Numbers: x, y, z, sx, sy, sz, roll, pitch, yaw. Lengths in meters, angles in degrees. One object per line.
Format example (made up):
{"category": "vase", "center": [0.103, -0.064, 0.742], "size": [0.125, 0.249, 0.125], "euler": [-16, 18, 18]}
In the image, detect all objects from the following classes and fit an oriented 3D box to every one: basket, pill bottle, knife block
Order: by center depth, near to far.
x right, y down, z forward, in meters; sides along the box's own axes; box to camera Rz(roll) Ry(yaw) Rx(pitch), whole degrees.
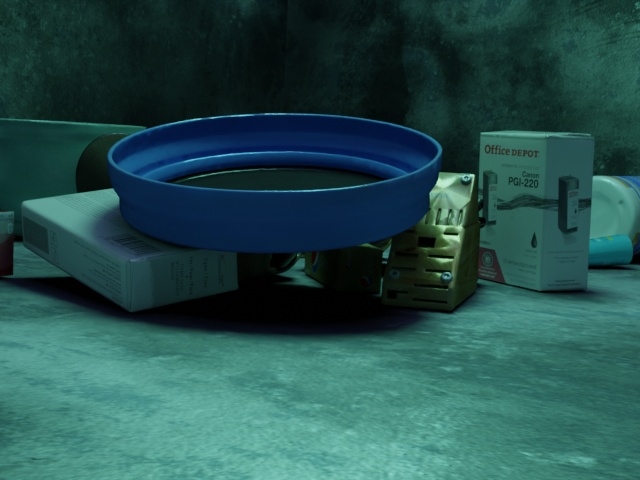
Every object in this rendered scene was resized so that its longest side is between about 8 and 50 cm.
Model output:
{"category": "knife block", "center": [0.159, 0.038, 1.487], "size": [0.088, 0.242, 0.276], "euler": [3, 50, 16]}
{"category": "basket", "center": [-0.244, -0.046, 1.649], "size": [0.154, 0.204, 0.227], "euler": [-39, 26, -10]}
{"category": "pill bottle", "center": [0.566, -0.044, 2.108], "size": [0.152, 0.152, 0.272], "euler": [7, 6, 38]}

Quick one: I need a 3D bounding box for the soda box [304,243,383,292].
{"category": "soda box", "center": [0.028, 0.029, 1.526], "size": [0.061, 0.058, 0.181], "euler": [2, 5, -14]}

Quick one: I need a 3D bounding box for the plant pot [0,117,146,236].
{"category": "plant pot", "center": [-0.447, -0.105, 1.930], "size": [0.293, 0.196, 0.293], "euler": [3, 6, 0]}

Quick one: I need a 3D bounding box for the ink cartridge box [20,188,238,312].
{"category": "ink cartridge box", "center": [-0.182, -0.009, 1.369], "size": [0.261, 0.066, 0.296], "euler": [-12, 21, -34]}

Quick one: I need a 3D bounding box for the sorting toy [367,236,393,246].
{"category": "sorting toy", "center": [0.088, -0.025, 1.702], "size": [0.208, 0.038, 0.193], "euler": [-20, -12, 12]}

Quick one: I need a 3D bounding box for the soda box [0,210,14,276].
{"category": "soda box", "center": [-0.475, 0.009, 1.312], "size": [0.092, 0.084, 0.263], "euler": [5, 6, 27]}

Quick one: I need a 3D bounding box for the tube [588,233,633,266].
{"category": "tube", "center": [0.417, 0.024, 1.891], "size": [0.207, 0.052, 0.080], "euler": [-5, -2, -17]}

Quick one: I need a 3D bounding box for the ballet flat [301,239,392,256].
{"category": "ballet flat", "center": [0.000, 0.000, 1.848], "size": [0.232, 0.080, 0.073], "euler": [5, -23, -2]}

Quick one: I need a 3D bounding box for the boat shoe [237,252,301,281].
{"category": "boat shoe", "center": [-0.075, 0.001, 1.544], "size": [0.103, 0.113, 0.302], "euler": [6, 16, 13]}

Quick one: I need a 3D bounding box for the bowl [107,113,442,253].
{"category": "bowl", "center": [-0.052, -0.075, 1.342], "size": [0.391, 0.077, 0.391], "euler": [0, 19, 0]}

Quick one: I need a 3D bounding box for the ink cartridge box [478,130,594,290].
{"category": "ink cartridge box", "center": [0.302, -0.046, 1.616], "size": [0.092, 0.218, 0.158], "euler": [0, 6, -29]}
